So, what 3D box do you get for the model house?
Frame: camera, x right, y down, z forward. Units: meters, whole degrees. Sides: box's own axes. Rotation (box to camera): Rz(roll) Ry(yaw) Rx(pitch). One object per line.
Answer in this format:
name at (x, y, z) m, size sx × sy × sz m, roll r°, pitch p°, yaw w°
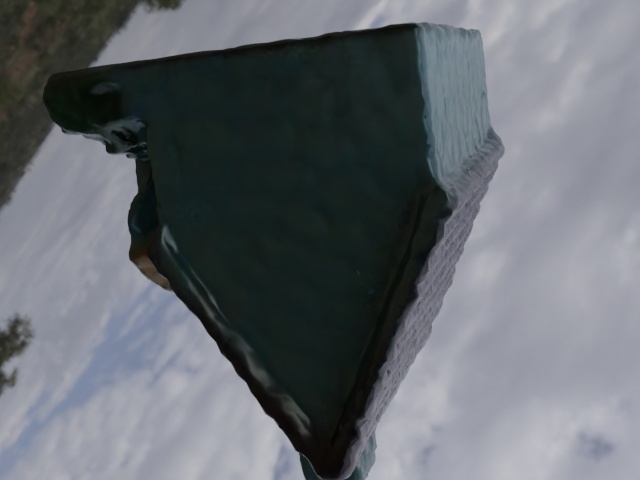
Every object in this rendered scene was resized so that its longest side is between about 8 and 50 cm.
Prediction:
model house at (0.000, 0.000, 0.583) m, size 0.230 × 0.248 × 0.280 m, roll -3°, pitch -169°, yaw 19°
